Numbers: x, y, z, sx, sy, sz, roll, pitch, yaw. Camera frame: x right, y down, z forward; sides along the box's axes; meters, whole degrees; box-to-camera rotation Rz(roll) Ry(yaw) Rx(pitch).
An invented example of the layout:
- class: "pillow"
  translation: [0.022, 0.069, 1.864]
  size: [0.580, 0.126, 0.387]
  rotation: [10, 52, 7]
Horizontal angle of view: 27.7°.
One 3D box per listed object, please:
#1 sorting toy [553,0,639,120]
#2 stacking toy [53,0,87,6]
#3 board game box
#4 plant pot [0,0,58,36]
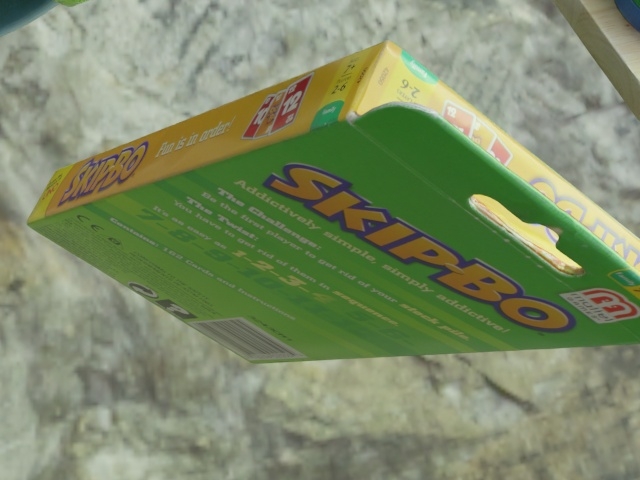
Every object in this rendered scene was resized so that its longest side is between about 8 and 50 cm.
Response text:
- class: "sorting toy"
  translation: [0.263, -0.224, 0.837]
  size: [0.257, 0.255, 0.089]
  rotation: [-17, -30, -19]
- class: "stacking toy"
  translation: [-0.115, -0.171, 0.486]
  size: [0.167, 0.052, 0.221]
  rotation: [-5, -35, 41]
- class: "board game box"
  translation: [0.000, 0.000, 0.453]
  size: [0.124, 0.039, 0.259]
  rotation: [34, -21, -25]
- class: "plant pot"
  translation: [-0.396, -0.345, 1.049]
  size: [0.341, 0.334, 0.341]
  rotation: [-16, -8, -2]
